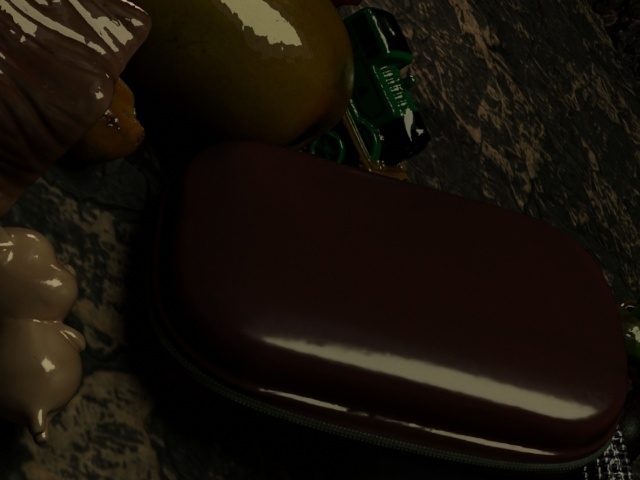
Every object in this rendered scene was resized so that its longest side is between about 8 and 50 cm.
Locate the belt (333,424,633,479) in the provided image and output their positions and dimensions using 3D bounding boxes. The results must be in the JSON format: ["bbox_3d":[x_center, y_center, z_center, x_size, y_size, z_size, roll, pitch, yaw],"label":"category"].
[{"bbox_3d":[0.142,0.213,1.114,0.260,0.122,0.324,17,54,-19],"label":"belt"}]

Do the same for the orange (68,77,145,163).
[{"bbox_3d":[-0.179,-0.098,0.999,0.086,0.062,0.086,59,11,-19],"label":"orange"}]

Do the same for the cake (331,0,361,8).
[{"bbox_3d":[0.000,-0.454,1.379,0.270,0.269,0.319,51,21,-53],"label":"cake"}]

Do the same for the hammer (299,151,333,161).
[{"bbox_3d":[0.000,0.000,1.246,0.078,0.021,0.201,14,53,-38],"label":"hammer"}]

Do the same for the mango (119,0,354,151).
[{"bbox_3d":[-0.106,-0.199,1.110,0.317,0.173,0.211,43,27,-15],"label":"mango"}]

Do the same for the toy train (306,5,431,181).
[{"bbox_3d":[0.043,-0.151,1.351,0.091,0.136,0.227,-2,63,-61],"label":"toy train"}]

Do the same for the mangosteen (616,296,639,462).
[{"bbox_3d":[0.264,0.142,1.353,0.216,0.216,0.216,41,33,-34],"label":"mangosteen"}]

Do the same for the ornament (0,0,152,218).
[{"bbox_3d":[-0.258,-0.125,0.762,0.217,0.221,0.235,41,-8,-26],"label":"ornament"}]

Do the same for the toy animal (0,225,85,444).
[{"bbox_3d":[-0.189,0.053,0.810,0.089,0.083,0.150,5,61,-56],"label":"toy animal"}]

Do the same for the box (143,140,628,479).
[{"bbox_3d":[0.055,0.057,1.033,0.404,0.108,0.263,15,43,-14],"label":"box"}]
